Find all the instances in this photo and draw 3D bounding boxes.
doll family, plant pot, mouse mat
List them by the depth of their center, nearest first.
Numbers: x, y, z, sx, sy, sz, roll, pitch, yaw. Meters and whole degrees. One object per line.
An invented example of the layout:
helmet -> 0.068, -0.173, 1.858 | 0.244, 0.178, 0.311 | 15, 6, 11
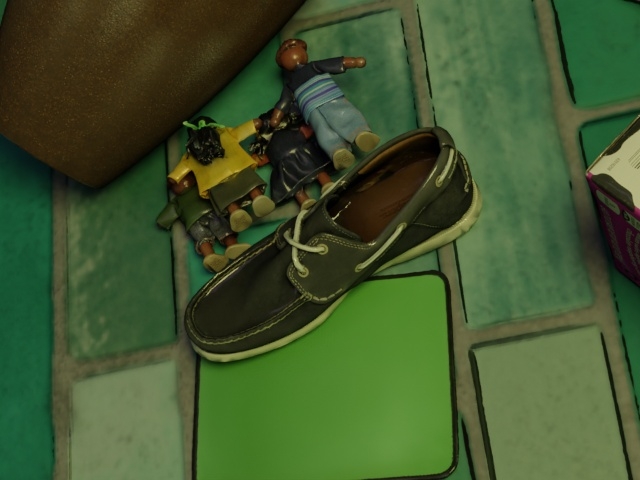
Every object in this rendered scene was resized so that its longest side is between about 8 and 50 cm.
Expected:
mouse mat -> 0.001, 0.099, 0.935 | 0.190, 0.007, 0.152 | -7, 64, 14
doll family -> -0.044, -0.070, 0.993 | 0.193, 0.076, 0.111 | -29, 56, -3
plant pot -> -0.148, -0.163, 1.009 | 0.215, 0.215, 0.230 | 36, 95, 28

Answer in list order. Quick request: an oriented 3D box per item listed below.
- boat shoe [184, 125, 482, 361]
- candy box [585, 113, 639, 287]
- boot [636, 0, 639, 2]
boat shoe -> 0.000, 0.000, 0.937 | 0.233, 0.079, 0.084 | -32, 59, 0
candy box -> 0.273, 0.034, 0.792 | 0.071, 0.159, 0.233 | -47, 61, -4
boot -> 0.303, -0.182, 0.943 | 0.190, 0.069, 0.086 | 28, 84, 35
